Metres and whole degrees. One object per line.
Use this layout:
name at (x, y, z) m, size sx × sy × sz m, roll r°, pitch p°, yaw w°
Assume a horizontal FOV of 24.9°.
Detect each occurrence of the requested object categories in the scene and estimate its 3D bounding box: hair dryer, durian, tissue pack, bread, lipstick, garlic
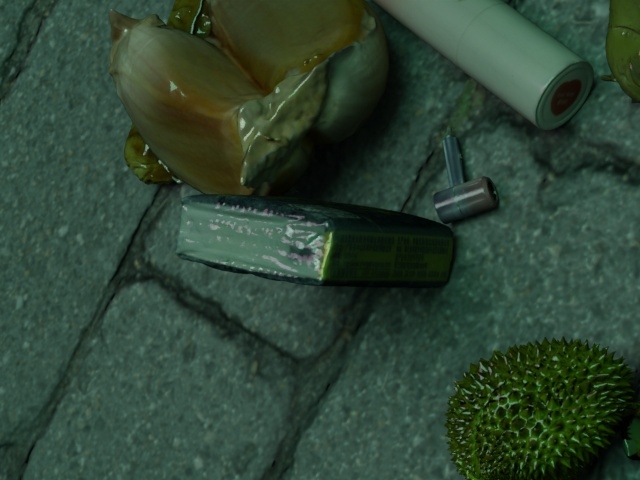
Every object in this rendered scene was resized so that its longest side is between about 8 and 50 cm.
hair dryer at (0.153, -0.078, 1.584) m, size 0.063 × 0.037 × 0.114 m, roll -20°, pitch 59°, yaw 23°
durian at (0.211, 0.163, 1.398) m, size 0.198 × 0.159 × 0.146 m, roll -26°, pitch 69°, yaw 22°
tissue pack at (0.000, 0.000, 1.509) m, size 0.185 × 0.257 × 0.081 m, roll 11°, pitch 94°, yaw 32°
bread at (-0.154, -0.242, 1.789) m, size 0.077 × 0.084 × 0.367 m, roll -173°, pitch 102°, yaw -78°
lipstick at (0.155, -0.243, 1.598) m, size 0.327 × 0.087 × 0.087 m, roll 43°, pitch 99°, yaw 33°
garlic at (-0.081, -0.177, 1.640) m, size 0.313 × 0.249 × 0.286 m, roll 34°, pitch 104°, yaw 47°

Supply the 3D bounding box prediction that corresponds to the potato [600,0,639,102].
potato at (0.372, -0.246, 1.440) m, size 0.169 × 0.143 × 0.248 m, roll 13°, pitch 75°, yaw -5°
